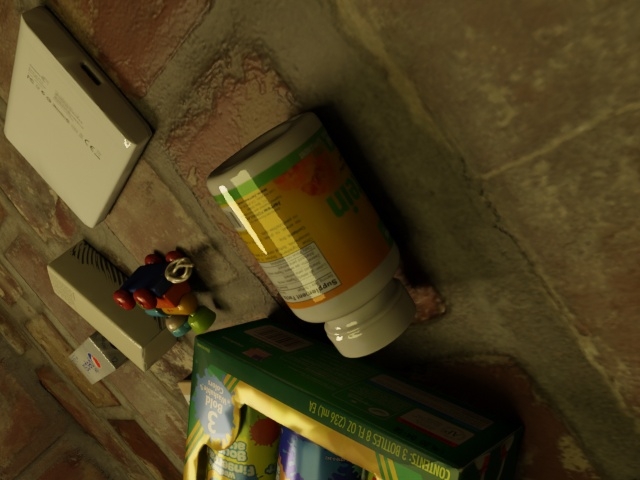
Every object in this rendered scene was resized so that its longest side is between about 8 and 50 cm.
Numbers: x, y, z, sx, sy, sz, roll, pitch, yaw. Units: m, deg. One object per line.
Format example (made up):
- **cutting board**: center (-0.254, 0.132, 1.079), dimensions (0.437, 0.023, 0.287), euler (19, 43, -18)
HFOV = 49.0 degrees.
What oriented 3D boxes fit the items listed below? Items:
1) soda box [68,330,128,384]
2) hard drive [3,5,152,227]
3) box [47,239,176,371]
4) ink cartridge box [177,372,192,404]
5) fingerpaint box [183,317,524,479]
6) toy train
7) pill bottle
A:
- **soda box**: center (-0.513, 0.264, 1.672), dimensions (0.098, 0.091, 0.286), euler (51, 147, -4)
- **hard drive**: center (-0.395, -0.172, 1.107), dimensions (0.233, 0.047, 0.353), euler (49, 147, -4)
- **box**: center (-0.419, 0.130, 1.417), dimensions (0.275, 0.094, 0.113), euler (37, 147, 15)
- **ink cartridge box**: center (-0.144, 0.341, 1.303), dimensions (0.193, 0.088, 0.235), euler (-17, 102, 54)
- **fingerpaint box**: center (0.008, 0.355, 0.955), dimensions (0.444, 0.163, 0.371), euler (18, 107, 38)
- **toy train**: center (-0.227, 0.099, 1.165), dimensions (0.248, 0.105, 0.143), euler (-7, 130, 52)
- **pill bottle**: center (0.000, 0.000, 0.752), dimensions (0.136, 0.136, 0.246), euler (-11, 117, 53)
